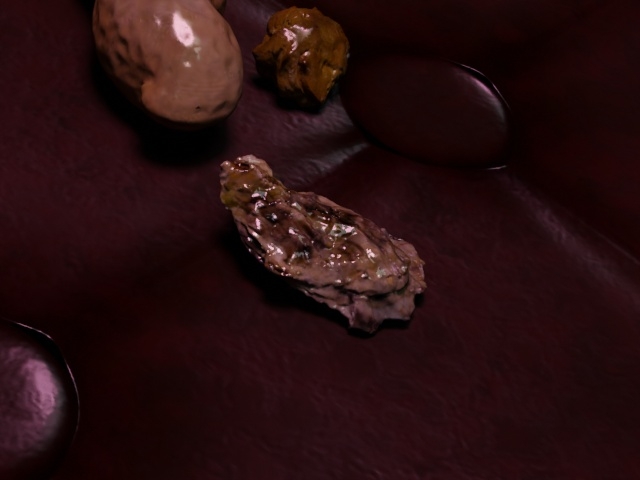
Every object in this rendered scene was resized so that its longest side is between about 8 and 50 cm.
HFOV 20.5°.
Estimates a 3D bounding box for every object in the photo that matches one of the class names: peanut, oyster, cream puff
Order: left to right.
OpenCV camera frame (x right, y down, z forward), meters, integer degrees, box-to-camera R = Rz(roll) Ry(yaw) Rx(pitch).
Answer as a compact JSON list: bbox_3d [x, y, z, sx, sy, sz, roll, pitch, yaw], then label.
[{"bbox_3d":[-0.119,-0.179,1.318,0.117,0.101,0.263,-3,44,-10],"label":"peanut"},{"bbox_3d":[-0.012,-0.146,1.358,0.083,0.058,0.083,-16,54,-37],"label":"cream puff"},{"bbox_3d":[-0.001,0.003,1.206,0.165,0.053,0.108,21,50,-10],"label":"oyster"}]
